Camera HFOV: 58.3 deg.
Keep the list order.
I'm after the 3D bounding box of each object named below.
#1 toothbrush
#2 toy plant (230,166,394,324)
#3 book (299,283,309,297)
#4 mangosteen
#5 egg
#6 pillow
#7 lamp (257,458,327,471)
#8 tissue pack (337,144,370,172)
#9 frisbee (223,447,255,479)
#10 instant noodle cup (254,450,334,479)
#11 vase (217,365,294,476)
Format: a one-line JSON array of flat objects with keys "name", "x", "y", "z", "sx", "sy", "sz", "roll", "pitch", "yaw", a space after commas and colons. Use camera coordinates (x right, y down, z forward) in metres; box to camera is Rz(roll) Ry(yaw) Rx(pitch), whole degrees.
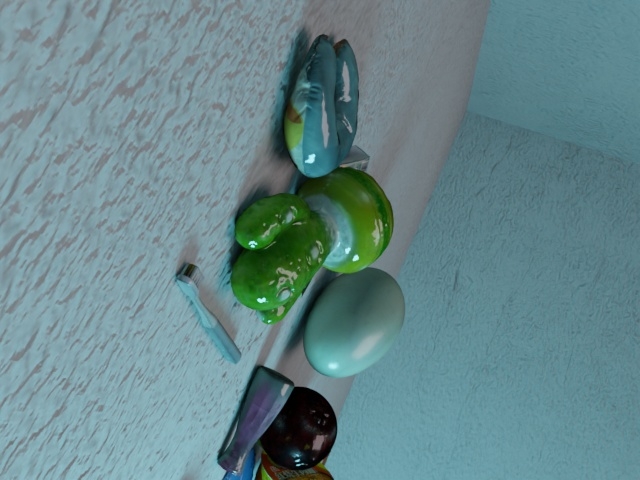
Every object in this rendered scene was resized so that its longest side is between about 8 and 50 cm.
[{"name": "toothbrush", "x": -0.156, "y": 0.122, "z": 0.842, "sx": 0.342, "sy": 0.025, "sz": 0.030, "roll": 85, "pitch": 27, "yaw": -60}, {"name": "toy plant", "x": -0.029, "y": 0.007, "z": 0.934, "sx": 0.315, "sy": 0.184, "sz": 0.224, "roll": -29, "pitch": 136, "yaw": -45}, {"name": "book", "x": 0.000, "y": 0.000, "z": 1.257, "sx": 0.160, "sy": 0.024, "sz": 0.228, "roll": 88, "pitch": 27, "yaw": -60}, {"name": "mangosteen", "x": -0.060, "y": 0.450, "z": 1.370, "sx": 0.210, "sy": 0.209, "sz": 0.210, "roll": 21, "pitch": 90, "yaw": -76}, {"name": "egg", "x": 0.086, "y": 0.209, "z": 1.476, "sx": 0.371, "sy": 0.229, "sz": 0.230, "roll": -44, "pitch": 153, "yaw": -48}, {"name": "pillow", "x": 0.011, "y": -0.202, "z": 0.880, "sx": 0.233, "sy": 0.086, "sz": 0.214, "roll": -43, "pitch": 146, "yaw": -65}, {"name": "lamp", "x": -0.067, "y": 0.610, "z": 1.620, "sx": 0.177, "sy": 0.177, "sz": 0.274, "roll": 79, "pitch": 35, "yaw": -65}, {"name": "tissue pack", "x": 0.033, "y": -0.124, "z": 1.108, "sx": 0.085, "sy": 0.079, "sz": 0.111, "roll": -17, "pitch": 135, "yaw": -32}, {"name": "frisbee", "x": -0.205, "y": 0.611, "z": 1.352, "sx": 0.242, "sy": 0.045, "sz": 0.242, "roll": 20, "pitch": 90, "yaw": -76}, {"name": "instant noodle cup", "x": -0.088, "y": 0.643, "z": 1.424, "sx": 0.174, "sy": 0.213, "sz": 0.213, "roll": -64, "pitch": 167, "yaw": 8}, {"name": "vase", "x": -0.138, "y": 0.372, "z": 1.183, "sx": 0.214, "sy": 0.086, "sz": 0.086, "roll": -62, "pitch": 166, "yaw": -7}]
